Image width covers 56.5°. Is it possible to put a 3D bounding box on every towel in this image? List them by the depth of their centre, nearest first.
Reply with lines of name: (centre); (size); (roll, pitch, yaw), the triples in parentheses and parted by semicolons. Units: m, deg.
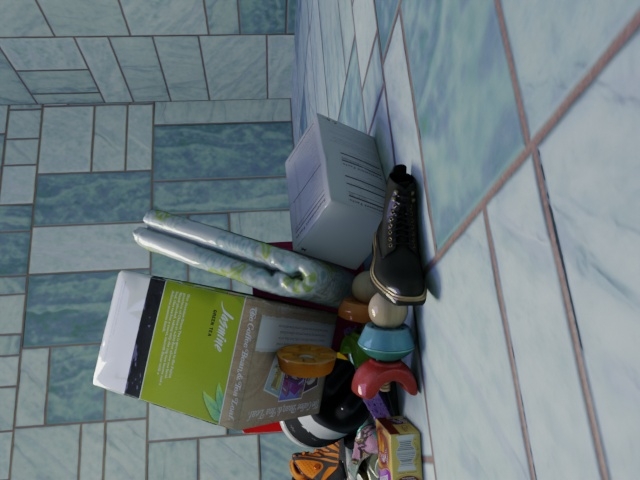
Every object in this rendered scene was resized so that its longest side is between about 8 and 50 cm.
towel: (-0.123, 0.044, 1.142); (0.320, 0.374, 0.090); (19, -92, -68)

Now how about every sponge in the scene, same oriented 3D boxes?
sponge: (0.095, 0.262, 1.112); (0.210, 0.031, 0.117); (-106, -10, -63)

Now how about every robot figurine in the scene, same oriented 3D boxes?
robot figurine: (0.011, 0.369, 1.353); (0.278, 0.173, 0.209); (127, 138, -51)

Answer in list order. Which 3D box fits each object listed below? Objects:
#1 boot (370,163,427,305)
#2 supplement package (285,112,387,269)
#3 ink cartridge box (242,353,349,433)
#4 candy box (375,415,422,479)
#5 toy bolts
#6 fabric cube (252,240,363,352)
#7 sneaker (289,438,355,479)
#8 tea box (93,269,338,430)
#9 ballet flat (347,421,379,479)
boot: (0.112, -0.011, 0.842); (0.198, 0.076, 0.137); (-105, 18, -60)
supplement package: (0.029, -0.091, 1.090); (0.139, 0.133, 0.244); (-52, 31, 37)
ink cartridge box: (-0.072, 0.382, 1.667); (0.272, 0.309, 0.130); (-101, 10, -52)
candy box: (0.127, 0.388, 0.952); (0.109, 0.053, 0.187); (149, 117, -83)
toy bolts: (0.052, 0.141, 0.958); (0.228, 0.218, 0.159); (-160, 71, -65)
fabric cube: (-0.038, 0.129, 1.470); (0.259, 0.258, 0.254); (-146, 53, -83)
sneaker: (-0.003, 0.609, 1.719); (0.321, 0.180, 0.125); (-109, 18, -71)
tea box: (-0.184, 0.205, 1.150); (0.329, 0.323, 0.220); (24, -103, -65)
ballet flat: (0.101, 0.448, 1.202); (0.222, 0.076, 0.079); (94, 152, -47)
